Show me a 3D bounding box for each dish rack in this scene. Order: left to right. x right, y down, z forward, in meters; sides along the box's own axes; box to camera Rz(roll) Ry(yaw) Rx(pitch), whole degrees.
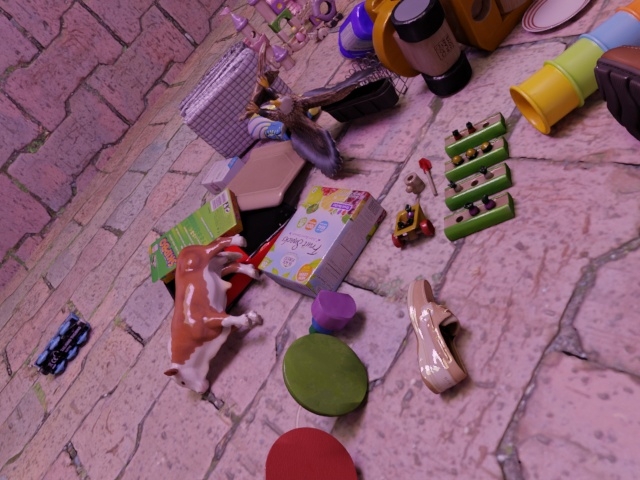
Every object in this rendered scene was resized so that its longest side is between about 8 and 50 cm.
[{"bbox_3d":[0.137,-0.402,1.361,0.208,0.074,0.271,-4,51,48],"label":"dish rack"}]

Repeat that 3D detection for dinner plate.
[{"bbox_3d":[0.451,-0.443,1.081,0.141,0.017,0.141,-31,34,24],"label":"dinner plate"}]

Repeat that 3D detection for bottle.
[{"bbox_3d":[0.107,-0.527,1.456,0.118,0.092,0.283,-14,6,-11],"label":"bottle"}]

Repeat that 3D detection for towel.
[{"bbox_3d":[-0.241,-0.393,1.639,0.284,0.235,0.121,-44,51,8],"label":"towel"}]

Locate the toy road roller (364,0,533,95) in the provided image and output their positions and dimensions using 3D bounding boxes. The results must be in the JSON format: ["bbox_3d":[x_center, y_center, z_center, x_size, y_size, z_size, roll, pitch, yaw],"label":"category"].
[{"bbox_3d":[0.241,-0.482,1.160,0.329,0.202,0.240,-47,43,-1],"label":"toy road roller"}]

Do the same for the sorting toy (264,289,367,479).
[{"bbox_3d":[-0.016,0.239,0.827,0.365,0.127,0.126,-80,14,-46],"label":"sorting toy"}]

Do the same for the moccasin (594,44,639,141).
[{"bbox_3d":[0.470,-0.161,0.627,0.147,0.139,0.380,-41,29,-2],"label":"moccasin"}]

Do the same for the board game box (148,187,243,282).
[{"bbox_3d":[-0.297,-0.005,1.334,0.260,0.039,0.124,-32,49,15],"label":"board game box"}]

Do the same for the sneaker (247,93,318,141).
[{"bbox_3d":[-0.117,-0.312,1.550,0.240,0.091,0.126,-20,41,36],"label":"sneaker"}]

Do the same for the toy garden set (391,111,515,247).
[{"bbox_3d":[0.210,-0.104,0.957,0.204,0.049,0.244,-24,38,33],"label":"toy garden set"}]

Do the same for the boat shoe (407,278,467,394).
[{"bbox_3d":[0.159,0.119,0.763,0.059,0.063,0.170,-27,46,25],"label":"boat shoe"}]

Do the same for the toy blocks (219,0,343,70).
[{"bbox_3d":[-0.148,-0.768,1.941,0.288,0.260,0.309,-47,31,-1],"label":"toy blocks"}]

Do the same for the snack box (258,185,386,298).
[{"bbox_3d":[0.000,0.000,1.075,0.175,0.070,0.207,12,66,54],"label":"snack box"}]

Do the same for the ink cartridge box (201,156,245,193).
[{"bbox_3d":[-0.273,-0.184,1.630,0.123,0.052,0.088,1,55,49],"label":"ink cartridge box"}]

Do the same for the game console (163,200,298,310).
[{"bbox_3d":[-0.231,0.016,1.363,0.342,0.060,0.386,-44,32,-7],"label":"game console"}]

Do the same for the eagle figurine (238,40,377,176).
[{"bbox_3d":[-0.032,-0.288,1.273,0.299,0.226,0.225,18,44,19],"label":"eagle figurine"}]

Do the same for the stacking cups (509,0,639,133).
[{"bbox_3d":[0.446,-0.291,0.855,0.316,0.096,0.096,-36,33,12],"label":"stacking cups"}]

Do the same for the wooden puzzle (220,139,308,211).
[{"bbox_3d":[-0.131,-0.154,1.393,0.221,0.044,0.238,-6,42,35],"label":"wooden puzzle"}]

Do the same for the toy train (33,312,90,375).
[{"bbox_3d":[-0.730,0.295,1.622,0.184,0.080,0.105,-55,23,-9],"label":"toy train"}]

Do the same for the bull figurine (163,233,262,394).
[{"bbox_3d":[-0.215,0.133,1.112,0.189,0.101,0.310,-15,61,10],"label":"bull figurine"}]
